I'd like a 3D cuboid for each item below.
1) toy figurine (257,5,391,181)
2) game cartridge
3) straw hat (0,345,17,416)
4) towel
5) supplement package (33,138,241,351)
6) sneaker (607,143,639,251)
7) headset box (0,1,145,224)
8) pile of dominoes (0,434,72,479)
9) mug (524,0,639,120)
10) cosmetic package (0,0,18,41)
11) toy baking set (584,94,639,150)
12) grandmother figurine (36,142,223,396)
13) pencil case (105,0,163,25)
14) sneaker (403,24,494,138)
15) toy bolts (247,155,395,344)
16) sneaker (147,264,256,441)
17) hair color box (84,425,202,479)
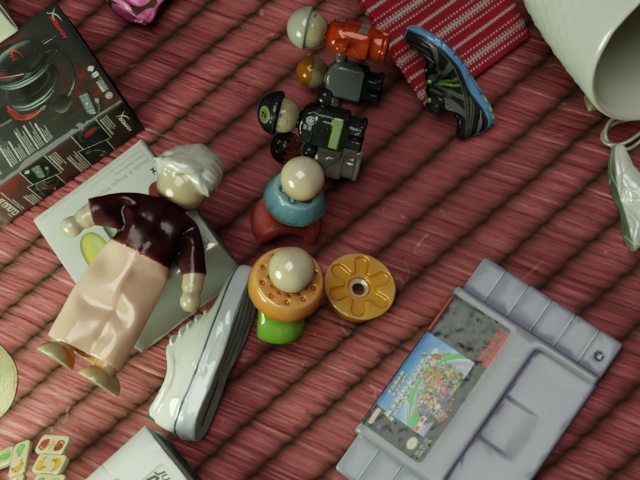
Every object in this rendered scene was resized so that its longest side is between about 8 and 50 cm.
[{"bbox_3d":[0.003,-0.201,1.658,0.148,0.209,0.213,14,75,3],"label":"toy figurine"},{"bbox_3d":[0.206,0.221,1.564,0.230,0.068,0.355,34,81,15],"label":"game cartridge"},{"bbox_3d":[-0.517,0.200,1.706,0.144,0.061,0.144,-3,71,9],"label":"straw hat"},{"bbox_3d":[0.160,-0.350,1.683,0.199,0.031,0.275,-36,114,-2],"label":"towel"},{"bbox_3d":[-0.254,0.010,1.671,0.194,0.149,0.203,-38,69,-3],"label":"supplement package"},{"bbox_3d":[0.434,-0.062,1.619,0.061,0.054,0.152,-12,78,0],"label":"sneaker"},{"bbox_3d":[-0.453,-0.183,1.792,0.293,0.110,0.218,-34,69,-2],"label":"headset box"},{"bbox_3d":[-0.426,0.360,1.562,0.196,0.040,0.251,-24,39,19],"label":"pile of dominoes"},{"bbox_3d":[0.447,-0.398,1.598,0.374,0.276,0.328,-31,56,6],"label":"mug"},{"bbox_3d":[-0.598,-0.398,1.835,0.160,0.113,0.309,-33,47,0],"label":"cosmetic package"},{"bbox_3d":[0.505,-0.167,1.646,0.197,0.030,0.256,-43,70,-4],"label":"toy baking set"},{"bbox_3d":[-0.239,0.017,1.538,0.207,0.104,0.342,33,77,-9],"label":"grandmother figurine"},{"bbox_3d":[-0.243,-0.428,1.847,0.098,0.095,0.209,40,85,3],"label":"pencil case"},{"bbox_3d":[0.174,-0.223,1.673,0.078,0.067,0.188,-35,108,7],"label":"sneaker"},{"bbox_3d":[0.000,0.000,1.591,0.218,0.158,0.229,-4,63,-15],"label":"toy bolts"},{"bbox_3d":[-0.165,0.146,1.639,0.091,0.094,0.258,19,75,17],"label":"sneaker"},{"bbox_3d":[-0.301,0.444,1.557,0.374,0.113,0.185,-42,69,-4],"label":"hair color box"}]
